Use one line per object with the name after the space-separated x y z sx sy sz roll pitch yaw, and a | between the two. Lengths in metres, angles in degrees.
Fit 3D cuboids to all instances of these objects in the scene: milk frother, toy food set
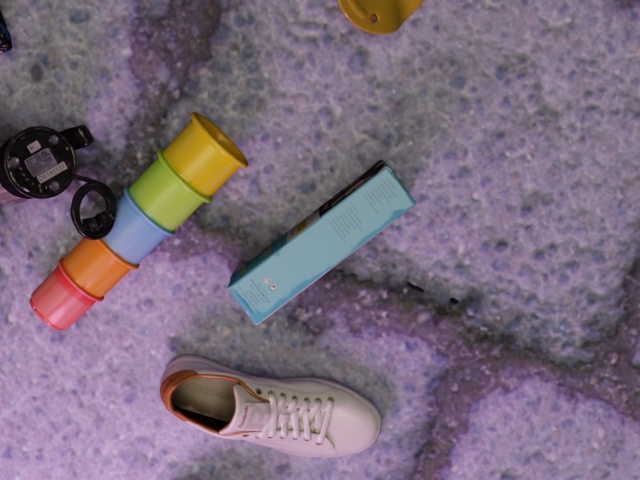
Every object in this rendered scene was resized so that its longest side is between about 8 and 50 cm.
-0.326 -0.063 1.345 0.129 0.135 0.143 -15 97 -30 | milk frother
0.059 -0.358 1.347 0.128 0.071 0.217 -5 102 -25 | toy food set

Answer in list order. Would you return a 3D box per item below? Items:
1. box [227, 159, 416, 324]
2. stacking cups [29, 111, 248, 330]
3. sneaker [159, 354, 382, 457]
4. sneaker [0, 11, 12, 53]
0.000 0.000 1.382 0.244 0.100 0.060 -38 97 4 | box
-0.226 -0.011 1.381 0.096 0.096 0.316 42 98 -7 | stacking cups
-0.062 0.223 1.408 0.290 0.123 0.105 12 97 -4 | sneaker
-0.431 -0.205 1.349 0.121 0.079 0.216 0 98 0 | sneaker
